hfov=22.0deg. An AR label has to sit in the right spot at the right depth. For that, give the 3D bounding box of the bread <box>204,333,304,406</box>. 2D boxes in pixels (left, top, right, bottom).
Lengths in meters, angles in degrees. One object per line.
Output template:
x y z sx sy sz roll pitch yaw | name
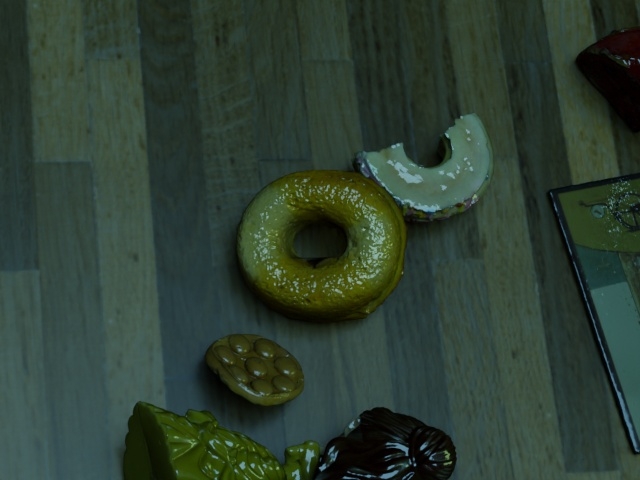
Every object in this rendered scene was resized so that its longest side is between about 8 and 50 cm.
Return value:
-0.069 0.135 1.733 0.110 0.024 0.110 18 31 -12 | bread

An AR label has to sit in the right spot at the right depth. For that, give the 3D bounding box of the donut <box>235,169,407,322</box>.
0.000 0.001 1.774 0.190 0.074 0.174 14 85 4 | donut

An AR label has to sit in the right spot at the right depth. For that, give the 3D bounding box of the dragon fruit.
0.404 -0.219 1.959 0.161 0.127 0.120 -36 89 -22 | dragon fruit

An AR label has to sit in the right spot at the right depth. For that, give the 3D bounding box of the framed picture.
0.421 0.069 1.913 0.244 0.013 0.324 -11 72 -17 | framed picture

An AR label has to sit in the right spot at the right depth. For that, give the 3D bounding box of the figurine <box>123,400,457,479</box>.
-0.025 0.243 1.680 0.315 0.168 0.187 -5 60 -25 | figurine

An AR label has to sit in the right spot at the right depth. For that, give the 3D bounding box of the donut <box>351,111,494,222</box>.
0.124 -0.071 1.862 0.166 0.065 0.108 -18 76 -20 | donut
